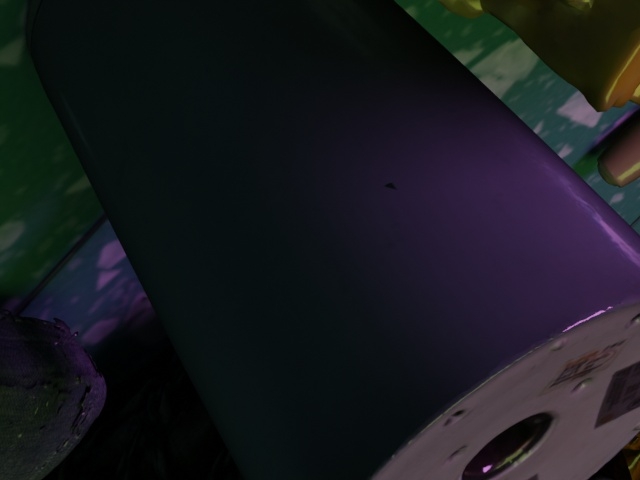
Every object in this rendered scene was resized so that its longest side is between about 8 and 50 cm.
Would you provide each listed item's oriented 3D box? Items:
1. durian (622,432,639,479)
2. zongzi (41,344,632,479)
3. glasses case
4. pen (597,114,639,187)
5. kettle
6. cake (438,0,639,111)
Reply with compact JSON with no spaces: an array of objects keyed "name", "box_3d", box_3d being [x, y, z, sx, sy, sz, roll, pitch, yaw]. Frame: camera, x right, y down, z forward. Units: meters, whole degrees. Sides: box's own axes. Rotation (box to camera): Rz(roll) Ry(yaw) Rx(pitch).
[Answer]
[{"name":"durian","box_3d":[0.109,0.176,1.245,0.352,0.158,0.169,-31,167,-23]},{"name":"zongzi","box_3d":[0.072,0.182,0.884,0.319,0.383,0.362,-33,124,-2]},{"name":"glasses case","box_3d":[-0.198,0.077,0.756,0.109,0.067,0.282,-50,151,20]},{"name":"pen","box_3d":[0.256,-0.110,1.075,0.233,0.032,0.040,-39,179,3]},{"name":"kettle","box_3d":[0.000,0.000,0.674,0.160,0.243,0.210,-28,152,-17]},{"name":"cake","box_3d":[0.107,-0.181,0.526,0.286,0.222,0.227,-4,138,-44]}]
